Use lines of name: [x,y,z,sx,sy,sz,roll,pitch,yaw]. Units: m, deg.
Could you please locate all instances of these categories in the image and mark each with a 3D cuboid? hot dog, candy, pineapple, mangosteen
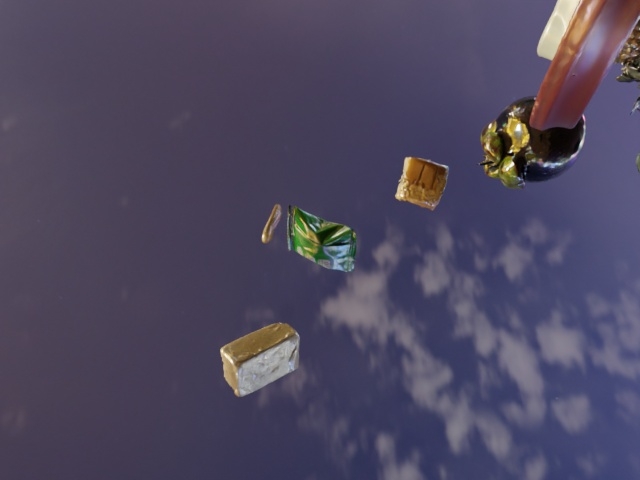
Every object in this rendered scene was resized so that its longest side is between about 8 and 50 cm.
hot dog: [-0.119,-0.045,1.169,0.028,0.044,0.137,12,-143,5]
candy: [-0.002,0.000,1.215,0.203,0.141,0.078,20,-154,20]
pineapple: [0.743,-0.420,1.091,0.125,0.125,0.251,-38,-77,-23]
mangosteen: [0.505,-0.237,1.135,0.243,0.243,0.242,5,-111,-13]

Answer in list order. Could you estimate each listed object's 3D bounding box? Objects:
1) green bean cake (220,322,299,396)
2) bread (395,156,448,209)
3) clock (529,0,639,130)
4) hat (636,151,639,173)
green bean cake: [-0.140,0.278,1.112,0.179,0.109,0.085,-22,-147,-31]
bread: [0.174,-0.101,0.813,0.070,0.076,0.083,14,-78,-2]
clock: [0.290,-0.262,0.461,0.080,0.318,0.318,30,-115,18]
hat: [0.830,-0.170,1.072,0.191,0.078,0.138,-5,-109,22]
